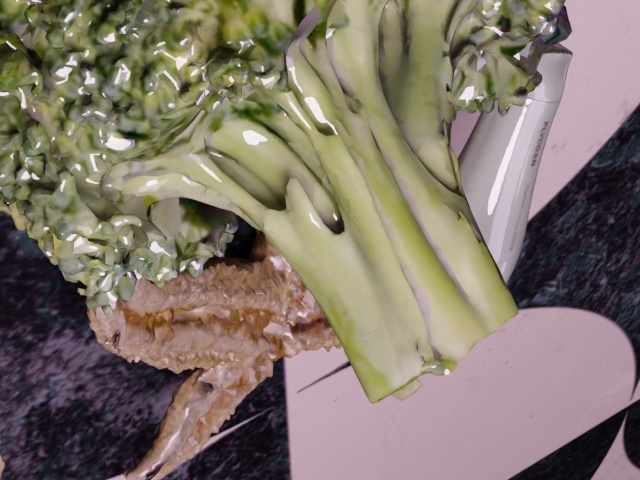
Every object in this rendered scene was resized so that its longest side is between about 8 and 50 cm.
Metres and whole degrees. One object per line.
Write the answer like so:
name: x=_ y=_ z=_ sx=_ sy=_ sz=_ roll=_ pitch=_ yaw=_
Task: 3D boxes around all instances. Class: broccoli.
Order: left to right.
broccoli: x=-0.025 y=-0.069 z=0.812 sx=0.375 sy=0.302 sz=0.249 roll=-22 pitch=-169 yaw=-41

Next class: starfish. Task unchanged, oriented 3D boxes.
starfish: x=0.000 y=0.000 z=1.115 sx=0.432 sy=0.082 sz=0.324 roll=-30 pitch=143 yaw=-29

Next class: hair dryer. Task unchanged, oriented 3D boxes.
hair dryer: x=0.067 y=-0.040 z=1.041 sx=0.237 sy=0.075 sz=0.206 roll=-9 pitch=126 yaw=-41

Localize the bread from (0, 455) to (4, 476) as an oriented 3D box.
bread: x=-0.354 y=0.265 z=0.978 sx=0.358 sy=0.204 sz=0.337 roll=-11 pitch=146 yaw=-42
